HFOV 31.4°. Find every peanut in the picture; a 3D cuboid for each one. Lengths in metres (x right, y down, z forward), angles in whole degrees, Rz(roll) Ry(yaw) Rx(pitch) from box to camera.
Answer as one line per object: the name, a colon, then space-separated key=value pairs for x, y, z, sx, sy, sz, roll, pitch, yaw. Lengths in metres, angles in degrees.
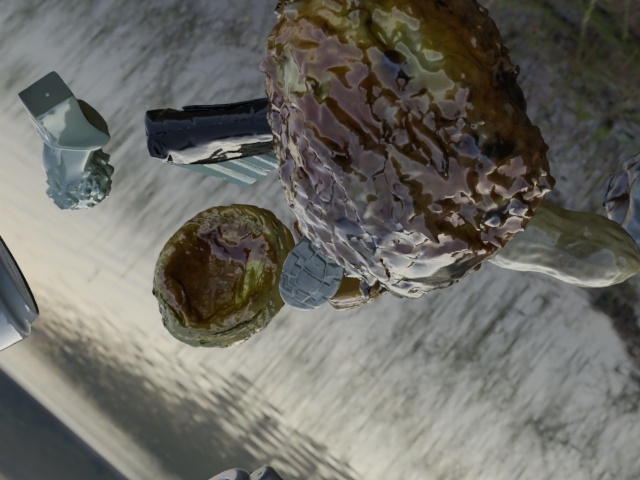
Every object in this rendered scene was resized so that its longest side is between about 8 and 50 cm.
peanut: x=0.334 y=0.000 z=1.637 sx=0.257 sy=0.123 sz=0.123 roll=16 pitch=154 yaw=30

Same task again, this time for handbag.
handbag: x=-0.107 y=-0.152 z=1.615 sx=0.223 sy=0.080 sz=0.247 roll=-3 pitch=-178 yaw=15

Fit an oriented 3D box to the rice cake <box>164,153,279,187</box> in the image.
rice cake: x=-0.188 y=-0.162 z=2.172 sx=0.237 sy=0.127 sz=0.043 roll=19 pitch=-132 yaw=-49

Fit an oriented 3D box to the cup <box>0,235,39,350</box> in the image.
cup: x=-0.687 y=0.105 z=1.979 sx=0.323 sy=0.327 sz=0.236 roll=50 pitch=167 yaw=54

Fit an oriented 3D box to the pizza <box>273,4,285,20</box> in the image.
pizza: x=0.057 y=-0.429 z=1.916 sx=0.074 sy=0.251 sz=0.288 roll=44 pitch=179 yaw=-29

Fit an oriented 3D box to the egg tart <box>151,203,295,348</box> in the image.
egg tart: x=-0.198 y=0.088 z=2.477 sx=0.352 sy=0.352 sz=0.150 roll=31 pitch=166 yaw=31

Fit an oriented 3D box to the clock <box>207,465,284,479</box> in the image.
clock: x=-0.158 y=0.406 z=1.579 sx=0.090 sy=0.227 sz=0.248 roll=52 pitch=156 yaw=-5

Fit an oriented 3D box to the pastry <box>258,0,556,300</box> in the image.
pastry: x=0.101 y=-0.108 z=1.290 sx=0.337 sy=0.292 sz=0.405 roll=-123 pitch=19 yaw=-46

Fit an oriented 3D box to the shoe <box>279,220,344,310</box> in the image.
shoe: x=0.001 y=0.000 z=1.847 sx=0.099 sy=0.227 sz=0.125 roll=32 pitch=-175 yaw=-20

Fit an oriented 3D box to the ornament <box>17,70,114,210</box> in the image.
ornament: x=-0.396 y=-0.151 z=1.827 sx=0.130 sy=0.120 sz=0.285 roll=57 pitch=160 yaw=21

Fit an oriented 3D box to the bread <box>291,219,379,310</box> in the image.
bread: x=0.029 y=0.037 z=2.169 sx=0.077 sy=0.116 sz=0.200 roll=99 pitch=148 yaw=-59

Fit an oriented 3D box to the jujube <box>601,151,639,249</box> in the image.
jujube: x=0.597 y=-0.037 z=1.735 sx=0.317 sy=0.226 sz=0.226 roll=15 pitch=163 yaw=0
